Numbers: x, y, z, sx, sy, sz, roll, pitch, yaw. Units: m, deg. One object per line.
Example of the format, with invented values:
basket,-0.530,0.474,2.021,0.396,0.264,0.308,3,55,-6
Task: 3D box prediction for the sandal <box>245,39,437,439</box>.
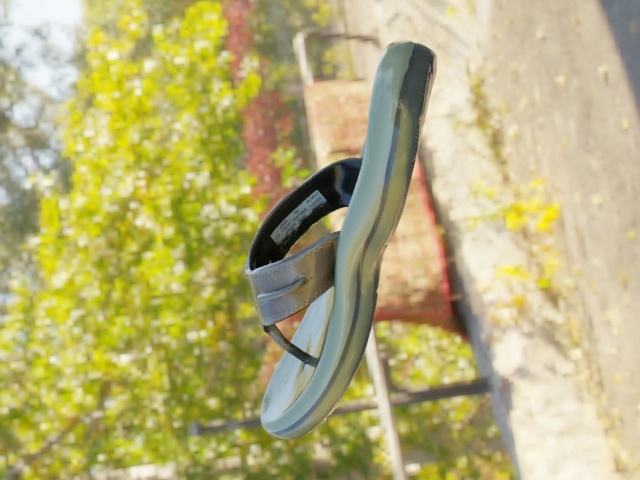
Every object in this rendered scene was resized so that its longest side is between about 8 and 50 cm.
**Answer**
sandal,0.000,-0.002,0.885,0.120,0.086,0.303,-81,5,-54
